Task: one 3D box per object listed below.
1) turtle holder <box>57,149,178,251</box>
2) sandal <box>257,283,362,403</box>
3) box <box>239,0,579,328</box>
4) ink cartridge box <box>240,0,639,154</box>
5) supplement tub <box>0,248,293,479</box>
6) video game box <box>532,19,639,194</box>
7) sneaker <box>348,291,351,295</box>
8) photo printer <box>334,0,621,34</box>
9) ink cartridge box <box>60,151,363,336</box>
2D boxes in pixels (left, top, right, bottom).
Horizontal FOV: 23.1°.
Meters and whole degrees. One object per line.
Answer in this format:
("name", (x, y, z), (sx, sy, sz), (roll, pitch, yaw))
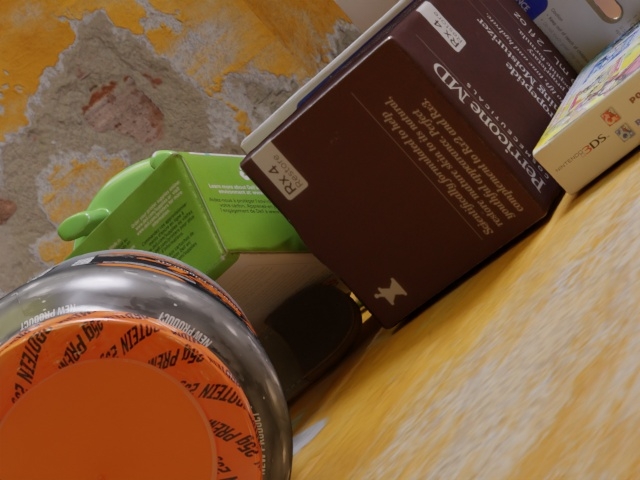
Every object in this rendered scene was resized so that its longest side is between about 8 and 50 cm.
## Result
("turtle holder", (-0.138, -0.007, 1.905), (0.320, 0.243, 0.227), (-50, -14, 11))
("sandal", (-0.061, 0.125, 1.251), (0.240, 0.088, 0.079), (-35, -25, 8))
("box", (0.083, -0.077, 1.173), (0.167, 0.168, 0.203), (-38, 7, 33))
("ink cartridge box", (0.115, -0.126, 1.298), (0.371, 0.175, 0.069), (-39, 5, 33))
("supplement tub", (-0.125, 0.113, 0.947), (0.207, 0.207, 0.338), (-42, 6, -2))
("video game box", (0.247, -0.133, 1.088), (0.187, 0.048, 0.205), (-37, 7, 30))
("sneaker", (0.000, 0.000, 1.520), (0.112, 0.120, 0.299), (-12, 14, -2))
("photo printer", (0.141, -0.254, 1.424), (0.256, 0.307, 0.107), (-35, 9, 32))
("ink cartridge box", (-0.062, 0.022, 1.261), (0.255, 0.097, 0.189), (-2, -31, -49))
